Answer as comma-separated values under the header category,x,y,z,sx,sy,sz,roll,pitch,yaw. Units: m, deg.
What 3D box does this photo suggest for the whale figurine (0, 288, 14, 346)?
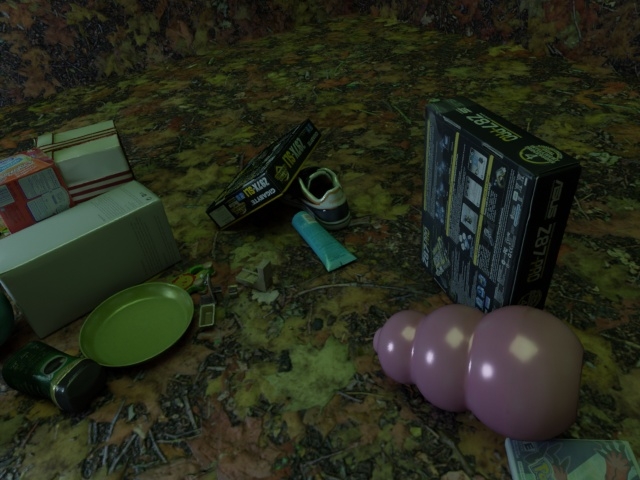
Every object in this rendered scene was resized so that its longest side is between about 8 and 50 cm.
category,x,y,z,sx,sy,sz,roll,pitch,yaw
whale figurine,-0.764,0.199,0.972,0.272,0.216,0.141,-32,75,-38

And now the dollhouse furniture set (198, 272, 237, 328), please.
category,x,y,z,sx,sy,sz,roll,pitch,yaw
dollhouse furniture set,-0.231,0.126,1.056,0.090,0.081,0.114,-9,37,-3

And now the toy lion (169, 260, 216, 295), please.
category,x,y,z,sx,sy,sz,roll,pitch,yaw
toy lion,-0.310,0.095,1.156,0.096,0.034,0.100,-4,36,17

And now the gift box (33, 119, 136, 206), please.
category,x,y,z,sx,sy,sz,roll,pitch,yaw
gift box,-0.699,-0.211,1.421,0.258,0.277,0.255,-21,34,-16

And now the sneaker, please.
category,x,y,z,sx,sy,sz,roll,pitch,yaw
sneaker,-0.032,-0.153,1.356,0.126,0.128,0.321,-30,42,-25

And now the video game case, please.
category,x,y,z,sx,sy,sz,roll,pitch,yaw
video game case,0.376,0.377,0.681,0.183,0.023,0.201,-1,37,7

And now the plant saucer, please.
category,x,y,z,sx,sy,sz,roll,pitch,yaw
plant saucer,-0.389,0.184,1.043,0.240,0.037,0.241,-5,37,4

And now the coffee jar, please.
category,x,y,z,sx,sy,sz,roll,pitch,yaw
coffee jar,-0.507,0.260,0.927,0.184,0.079,0.096,10,38,23

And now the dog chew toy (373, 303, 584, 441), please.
category,x,y,z,sx,sy,sz,roll,pitch,yaw
dog chew toy,0.246,0.199,0.803,0.331,0.207,0.207,6,38,30

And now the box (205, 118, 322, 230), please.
category,x,y,z,sx,sy,sz,roll,pitch,yaw
box,-0.152,-0.191,1.361,0.257,0.079,0.322,-28,23,36

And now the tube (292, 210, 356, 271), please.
category,x,y,z,sx,sy,sz,roll,pitch,yaw
tube,0.000,0.000,1.217,0.080,0.052,0.207,-27,47,-17

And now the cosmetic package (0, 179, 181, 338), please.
category,x,y,z,sx,sy,sz,roll,pitch,yaw
cosmetic package,-0.540,0.033,1.136,0.365,0.197,0.155,-31,43,-30

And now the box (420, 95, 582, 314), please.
category,x,y,z,sx,sy,sz,roll,pitch,yaw
box,0.303,-0.030,0.919,0.097,0.395,0.318,-17,37,-13

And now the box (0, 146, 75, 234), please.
category,x,y,z,sx,sy,sz,roll,pitch,yaw
box,-0.677,-0.052,1.178,0.154,0.300,0.142,-32,44,-28

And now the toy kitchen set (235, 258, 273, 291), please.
category,x,y,z,sx,sy,sz,roll,pitch,yaw
toy kitchen set,-0.148,0.063,1.130,0.083,0.075,0.068,16,42,21

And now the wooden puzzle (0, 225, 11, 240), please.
category,x,y,z,sx,sy,sz,roll,pitch,yaw
wooden puzzle,-0.910,-0.017,1.406,0.116,0.014,0.078,17,43,27
